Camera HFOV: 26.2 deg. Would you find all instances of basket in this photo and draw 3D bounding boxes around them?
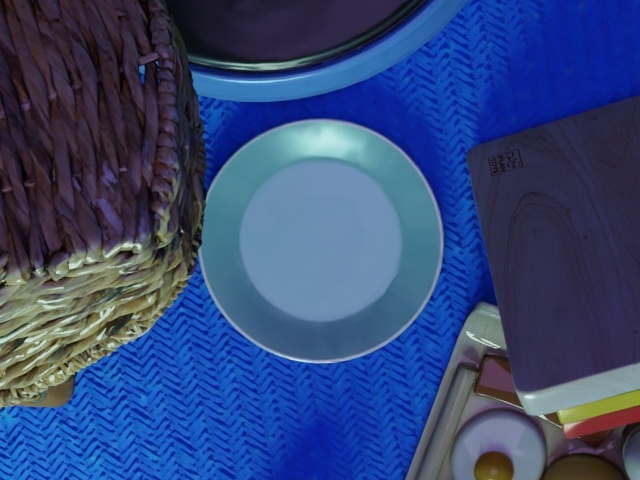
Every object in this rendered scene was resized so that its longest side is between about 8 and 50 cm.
[{"bbox_3d":[-0.183,-0.074,0.887,0.213,0.223,0.299,-18,69,-4],"label":"basket"}]

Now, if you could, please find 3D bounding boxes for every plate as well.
[{"bbox_3d":[0.000,0.000,1.052,0.188,0.024,0.188,0,98,2],"label":"plate"}]

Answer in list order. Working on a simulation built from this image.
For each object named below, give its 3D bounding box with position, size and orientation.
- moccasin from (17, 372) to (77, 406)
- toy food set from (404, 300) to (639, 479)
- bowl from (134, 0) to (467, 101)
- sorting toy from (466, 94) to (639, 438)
[{"bbox_3d":[-0.370,0.067,1.023,0.380,0.139,0.147,4,107,-15],"label":"moccasin"},{"bbox_3d":[0.169,0.221,1.038,0.219,0.092,0.306,20,98,0],"label":"toy food set"},{"bbox_3d":[-0.047,-0.295,0.988,0.391,0.077,0.391,0,97,3],"label":"bowl"},{"bbox_3d":[0.249,0.008,0.943,0.255,0.257,0.089,-17,129,11],"label":"sorting toy"}]
